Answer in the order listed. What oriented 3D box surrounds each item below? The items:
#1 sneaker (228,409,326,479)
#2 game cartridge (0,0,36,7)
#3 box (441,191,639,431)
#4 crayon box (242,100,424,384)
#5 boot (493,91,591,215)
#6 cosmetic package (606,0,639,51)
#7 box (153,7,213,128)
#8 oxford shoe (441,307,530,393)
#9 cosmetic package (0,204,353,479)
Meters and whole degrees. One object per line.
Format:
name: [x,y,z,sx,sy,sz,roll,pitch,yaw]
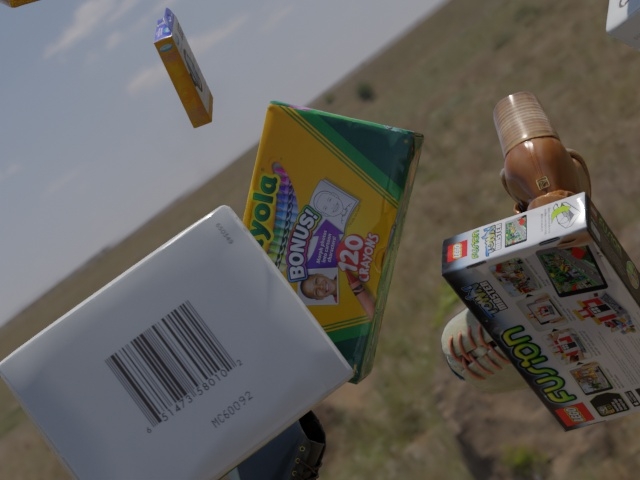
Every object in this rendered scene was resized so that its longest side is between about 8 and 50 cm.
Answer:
sneaker: [-0.033,0.306,1.902,0.118,0.222,0.083,-33,-23,22]
game cartridge: [-0.297,-0.384,2.099,0.323,0.053,0.285,-18,22,-21]
box: [0.186,0.058,1.162,0.114,0.207,0.036,-19,42,26]
crayon box: [0.000,0.000,1.738,0.081,0.165,0.278,-13,-64,-77]
boot: [0.291,-0.024,1.906,0.109,0.220,0.283,-18,-33,6]
cosmetic package: [0.482,-0.394,1.807,0.161,0.230,0.453,-38,34,52]
box: [-0.168,-0.211,1.918,0.028,0.136,0.081,-22,25,9]
oxford shoe: [0.205,0.103,1.609,0.146,0.140,0.397,-27,-11,-4]
cosmetic package: [-0.116,0.115,1.206,0.197,0.155,0.365,-37,-5,-11]
